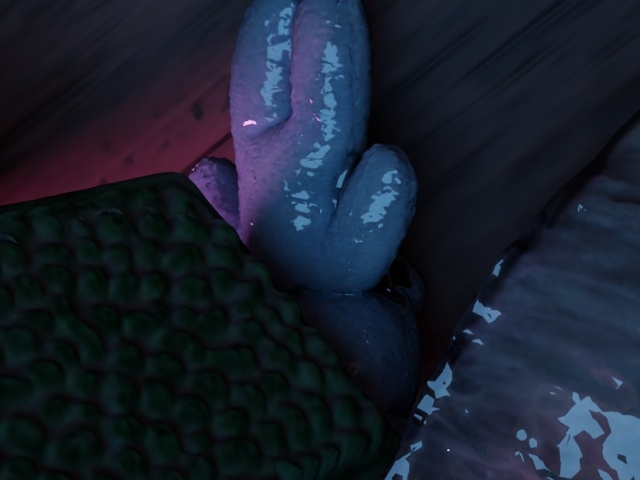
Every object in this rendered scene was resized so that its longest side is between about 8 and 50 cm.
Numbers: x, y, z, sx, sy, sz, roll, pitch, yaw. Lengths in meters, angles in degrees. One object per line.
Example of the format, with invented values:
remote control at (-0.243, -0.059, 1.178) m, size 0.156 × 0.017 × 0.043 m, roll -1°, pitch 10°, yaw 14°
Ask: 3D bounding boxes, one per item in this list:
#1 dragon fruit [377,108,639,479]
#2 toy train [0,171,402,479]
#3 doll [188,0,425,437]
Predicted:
dragon fruit at (0.142, 0.108, 0.529) m, size 0.221 × 0.204 × 0.283 m, roll 30°, pitch 109°, yaw 16°
toy train at (-0.118, 0.099, 0.523) m, size 0.145 × 0.266 × 0.202 m, roll 50°, pitch 123°, yaw 17°
doll at (0.004, 0.001, 0.627) m, size 0.120 × 0.075 × 0.180 m, roll 8°, pitch 93°, yaw 53°
